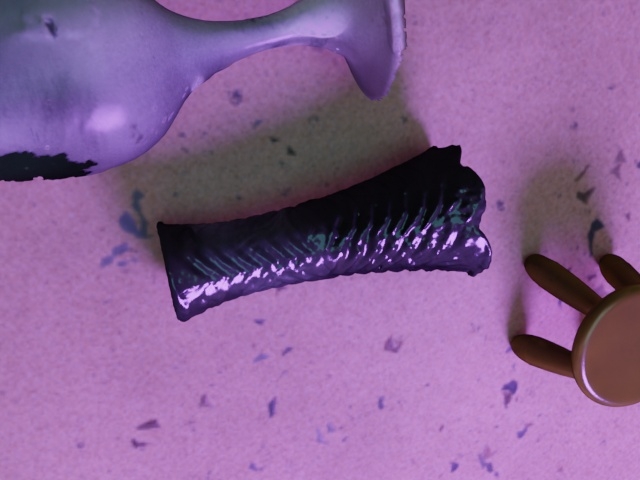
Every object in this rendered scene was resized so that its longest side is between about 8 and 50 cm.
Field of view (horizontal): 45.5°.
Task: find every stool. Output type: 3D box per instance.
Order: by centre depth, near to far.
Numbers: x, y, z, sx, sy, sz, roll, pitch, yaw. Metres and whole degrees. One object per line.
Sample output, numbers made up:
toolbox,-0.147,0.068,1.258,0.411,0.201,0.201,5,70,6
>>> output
stool,0.244,0.073,0.675,0.134,0.110,0.135,-43,113,-2

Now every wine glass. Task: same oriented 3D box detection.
wine glass,-0.107,-0.124,0.494,0.321,0.143,0.143,-16,111,-9

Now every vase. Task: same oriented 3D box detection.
vase,0.000,0.000,0.585,0.237,0.115,0.115,-14,110,-9
